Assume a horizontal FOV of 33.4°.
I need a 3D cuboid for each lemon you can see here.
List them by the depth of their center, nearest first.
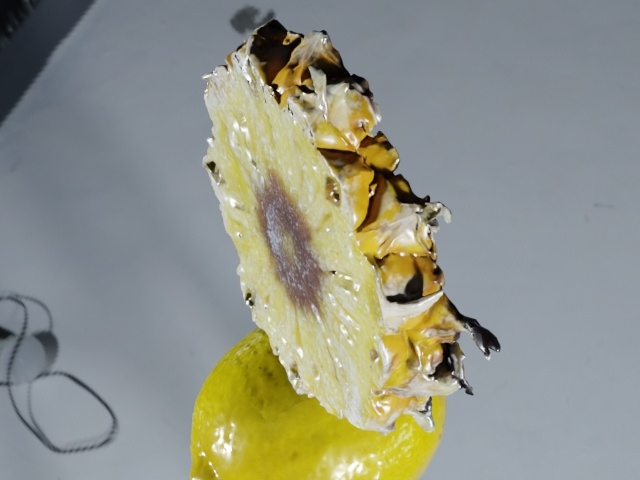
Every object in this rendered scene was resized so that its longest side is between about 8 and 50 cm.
[{"bbox_3d":[-0.001,0.183,1.092,0.263,0.236,0.236,-6,55,2],"label":"lemon"}]

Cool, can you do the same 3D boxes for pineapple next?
[{"bbox_3d":[0.000,0.000,0.482,0.047,0.221,0.221,-24,55,-19],"label":"pineapple"}]
